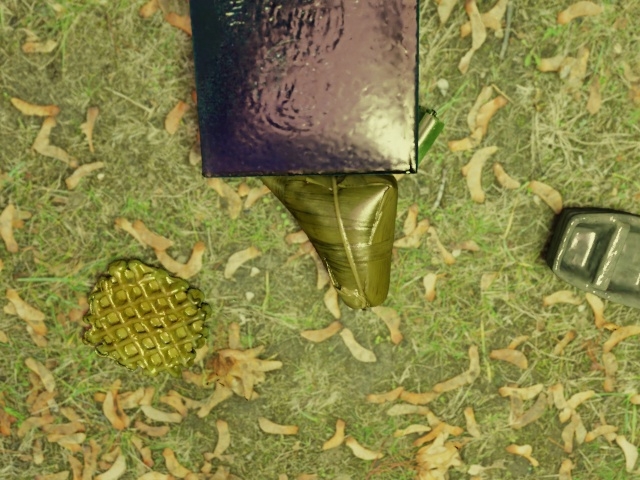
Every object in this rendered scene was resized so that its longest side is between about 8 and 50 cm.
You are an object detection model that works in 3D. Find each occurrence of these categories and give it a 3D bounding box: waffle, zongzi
[{"bbox_3d":[-0.257,0.120,0.826,0.183,0.036,0.169,25,103,-4],"label":"waffle"},{"bbox_3d":[0.000,0.002,0.782,0.204,0.094,0.205,5,105,9],"label":"zongzi"}]

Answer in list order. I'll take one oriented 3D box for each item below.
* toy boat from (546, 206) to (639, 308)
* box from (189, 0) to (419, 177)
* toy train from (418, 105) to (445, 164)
[{"bbox_3d":[0.465,0.033,0.798,0.283,0.078,0.127,15,101,-5],"label":"toy boat"},{"bbox_3d":[-0.014,-0.220,0.676,0.261,0.116,0.279,-1,101,6],"label":"box"},{"bbox_3d":[0.131,-0.138,0.765,0.038,0.056,0.093,30,103,-11],"label":"toy train"}]
